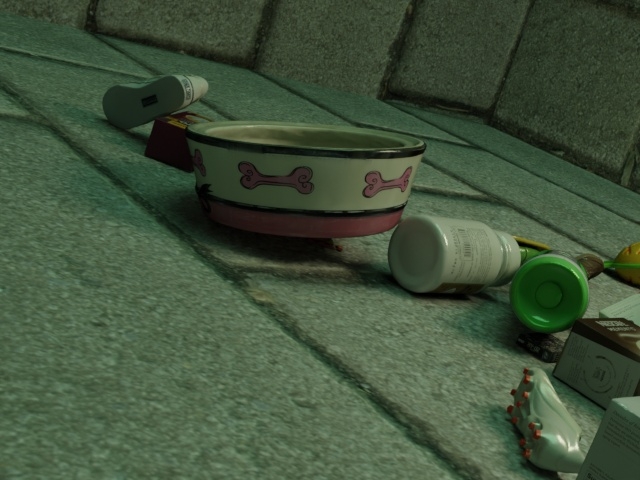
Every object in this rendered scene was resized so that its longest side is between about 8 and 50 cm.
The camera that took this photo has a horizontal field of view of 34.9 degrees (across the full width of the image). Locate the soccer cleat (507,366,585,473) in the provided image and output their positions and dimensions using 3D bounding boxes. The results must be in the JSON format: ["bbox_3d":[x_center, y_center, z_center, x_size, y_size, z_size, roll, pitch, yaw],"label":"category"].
[{"bbox_3d":[0.279,0.224,1.251,0.076,0.068,0.196,23,22,-5],"label":"soccer cleat"}]

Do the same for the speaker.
[{"bbox_3d":[0.382,0.081,1.692,0.131,0.131,0.296,22,7,12],"label":"speaker"}]

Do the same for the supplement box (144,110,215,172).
[{"bbox_3d":[-0.266,-0.203,2.061,0.104,0.081,0.188,21,15,8],"label":"supplement box"}]

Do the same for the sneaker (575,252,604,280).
[{"bbox_3d":[0.538,0.073,2.132,0.188,0.066,0.071,1,40,-37],"label":"sneaker"}]

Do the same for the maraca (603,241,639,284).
[{"bbox_3d":[0.725,0.054,2.343,0.127,0.099,0.185,-2,0,-45],"label":"maraca"}]

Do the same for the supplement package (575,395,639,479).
[{"bbox_3d":[0.431,0.284,1.052,0.204,0.145,0.262,5,21,-42],"label":"supplement package"}]

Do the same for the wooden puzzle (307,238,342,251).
[{"bbox_3d":[0.000,0.000,1.808,0.083,0.006,0.049,16,15,-12],"label":"wooden puzzle"}]

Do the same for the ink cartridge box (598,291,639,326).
[{"bbox_3d":[0.579,0.163,1.642,0.158,0.092,0.218,-23,29,-12],"label":"ink cartridge box"}]

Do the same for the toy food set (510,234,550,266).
[{"bbox_3d":[0.360,0.028,2.054,0.218,0.071,0.128,14,-8,-26],"label":"toy food set"}]

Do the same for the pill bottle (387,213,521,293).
[{"bbox_3d":[0.237,0.027,1.758,0.229,0.131,0.131,4,21,-43],"label":"pill bottle"}]

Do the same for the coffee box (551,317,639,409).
[{"bbox_3d":[0.482,0.209,1.471,0.141,0.098,0.246,4,21,-43],"label":"coffee box"}]

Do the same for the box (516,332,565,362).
[{"bbox_3d":[0.362,0.169,1.621,0.083,0.018,0.067,3,22,-46],"label":"box"}]

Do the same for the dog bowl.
[{"bbox_3d":[-0.030,-0.110,1.738,0.408,0.150,0.408,4,11,-1],"label":"dog bowl"}]

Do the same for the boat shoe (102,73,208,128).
[{"bbox_3d":[-0.342,-0.296,2.106,0.267,0.096,0.088,-12,6,41],"label":"boat shoe"}]
